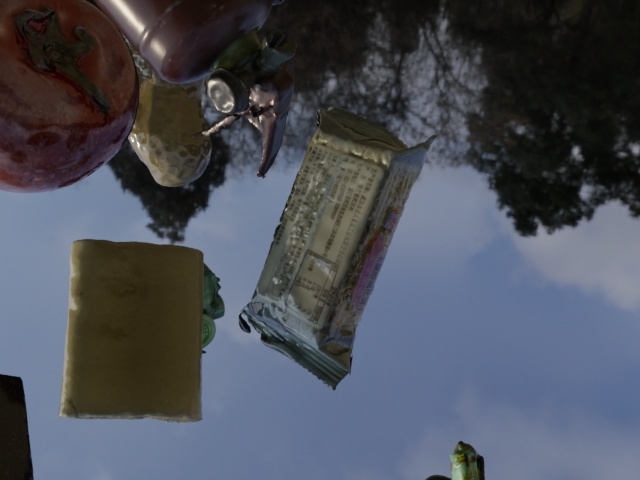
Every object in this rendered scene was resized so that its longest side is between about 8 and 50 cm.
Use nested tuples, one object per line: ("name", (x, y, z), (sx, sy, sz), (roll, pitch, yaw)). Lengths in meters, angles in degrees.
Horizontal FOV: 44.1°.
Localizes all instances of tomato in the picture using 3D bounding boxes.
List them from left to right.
("tomato", (-0.368, -0.184, 0.977), (0.227, 0.270, 0.270), (-29, 173, 41))

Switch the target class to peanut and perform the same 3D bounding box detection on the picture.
("peanut", (-0.246, -0.241, 1.258), (0.149, 0.313, 0.149), (-1, -172, 0))

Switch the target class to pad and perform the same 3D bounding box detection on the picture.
("pad", (-0.535, 0.288, 1.157), (0.004, 0.219, 0.330), (-20, 159, 13))

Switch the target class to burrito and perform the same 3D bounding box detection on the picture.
("burrito", (0.220, 0.443, 1.164), (0.054, 0.287, 0.104), (-9, 164, 25))

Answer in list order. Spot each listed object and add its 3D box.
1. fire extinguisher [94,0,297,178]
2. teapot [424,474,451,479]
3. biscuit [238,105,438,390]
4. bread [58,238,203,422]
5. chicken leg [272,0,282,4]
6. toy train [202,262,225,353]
("fire extinguisher", (-0.129, -0.192, 0.565), (0.106, 0.337, 0.147), (-41, -176, -35))
("teapot", (0.175, 0.673, 1.636), (0.300, 0.344, 0.253), (5, -143, -50))
("biscuit", (0.009, -0.003, 0.939), (0.186, 0.308, 0.079), (23, -173, 40))
("bread", (-0.184, 0.090, 0.788), (0.140, 0.178, 0.060), (8, 161, -22))
("chicken leg", (-0.071, -0.330, 0.933), (0.234, 0.105, 0.063), (-12, -151, 44))
("toy train", (-0.322, 0.131, 1.546), (0.272, 0.188, 0.159), (-13, -155, -23))
